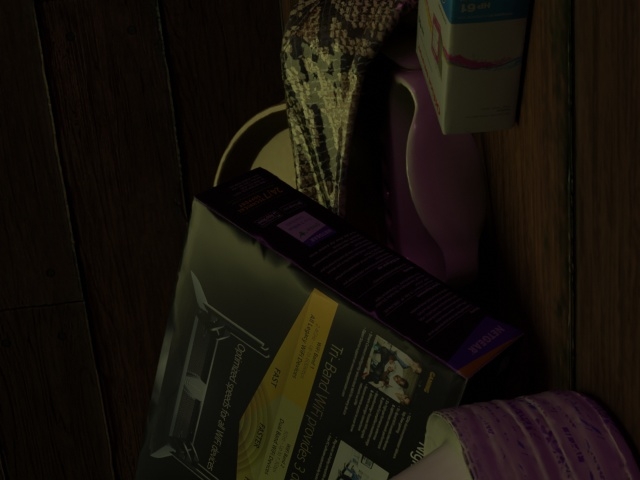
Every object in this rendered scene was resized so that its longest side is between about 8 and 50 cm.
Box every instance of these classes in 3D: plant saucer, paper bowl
[{"bbox_3d":[-0.013,-0.021,1.453,0.041,0.277,0.278,-11,-84,-50],"label":"plant saucer"},{"bbox_3d":[0.102,0.235,0.730,0.284,0.148,0.284,172,90,-84],"label":"paper bowl"}]

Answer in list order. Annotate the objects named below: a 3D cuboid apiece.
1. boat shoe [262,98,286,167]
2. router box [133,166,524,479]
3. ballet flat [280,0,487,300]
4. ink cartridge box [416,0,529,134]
[{"bbox_3d":[0.000,0.000,1.554,0.132,0.130,0.355,-29,-53,-52],"label":"boat shoe"},{"bbox_3d":[-0.010,0.136,0.957,0.243,0.081,0.309,33,127,24],"label":"router box"},{"bbox_3d":[0.063,0.033,1.006,0.182,0.164,0.483,14,112,58],"label":"ballet flat"},{"bbox_3d":[0.095,-0.141,0.810,0.122,0.052,0.088,86,174,-48],"label":"ink cartridge box"}]
